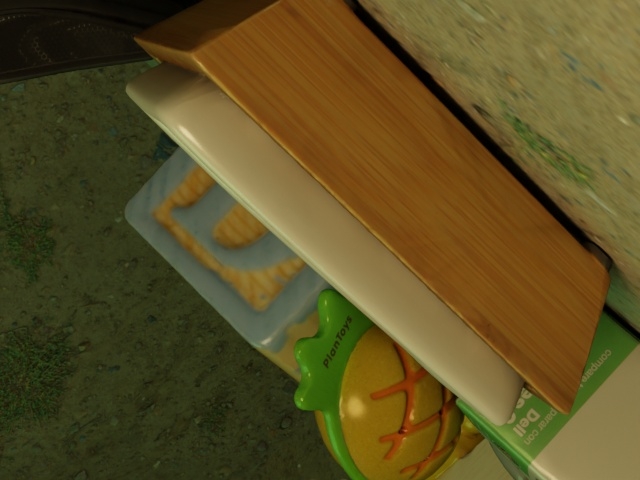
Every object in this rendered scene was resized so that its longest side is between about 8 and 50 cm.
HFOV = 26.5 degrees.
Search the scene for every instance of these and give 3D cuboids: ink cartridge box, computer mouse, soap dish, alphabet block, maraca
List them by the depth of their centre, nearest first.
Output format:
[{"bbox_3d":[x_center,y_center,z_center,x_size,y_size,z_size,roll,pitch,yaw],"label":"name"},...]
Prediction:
[{"bbox_3d":[0.025,-0.035,0.812,0.291,0.118,0.229,43,178,-17],"label":"soap dish"},{"bbox_3d":[0.250,0.181,0.967,0.289,0.121,0.211,42,177,19],"label":"ink cartridge box"},{"bbox_3d":[0.040,0.107,0.976,0.099,0.127,0.185,-1,144,38],"label":"maraca"},{"bbox_3d":[-0.185,-0.171,0.990,0.188,0.272,0.072,-141,43,-57],"label":"computer mouse"},{"bbox_3d":[0.000,0.000,1.082,0.193,0.192,0.197,44,180,35],"label":"alphabet block"}]

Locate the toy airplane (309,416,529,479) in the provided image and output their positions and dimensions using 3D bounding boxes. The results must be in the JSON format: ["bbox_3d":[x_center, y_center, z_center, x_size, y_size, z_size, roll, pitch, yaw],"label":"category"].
[{"bbox_3d":[0.130,0.267,1.429,0.272,0.386,0.384,31,180,-10],"label":"toy airplane"}]
